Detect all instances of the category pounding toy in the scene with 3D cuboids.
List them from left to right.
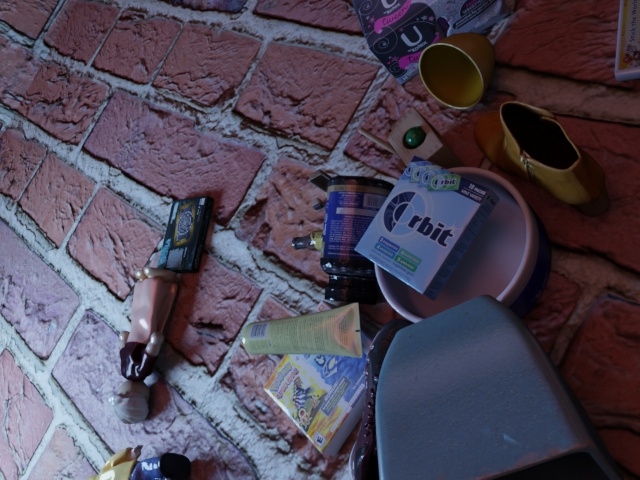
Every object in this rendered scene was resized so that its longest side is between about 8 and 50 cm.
[{"bbox_3d":[0.165,-0.159,1.101,0.100,0.141,0.130,-40,51,17],"label":"pounding toy"}]

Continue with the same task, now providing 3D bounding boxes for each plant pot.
[{"bbox_3d":[0.261,-0.321,1.122,0.134,0.134,0.095,22,59,41],"label":"plant pot"},{"bbox_3d":[0.215,0.226,0.827,0.247,0.248,0.252,-27,46,18],"label":"plant pot"}]

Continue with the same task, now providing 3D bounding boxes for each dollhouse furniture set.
[{"bbox_3d":[0.007,-0.075,1.205,0.091,0.114,0.081,-27,61,23],"label":"dollhouse furniture set"}]

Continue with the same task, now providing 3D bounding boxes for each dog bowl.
[{"bbox_3d":[0.225,0.022,1.000,0.265,0.104,0.264,-16,61,32],"label":"dog bowl"}]

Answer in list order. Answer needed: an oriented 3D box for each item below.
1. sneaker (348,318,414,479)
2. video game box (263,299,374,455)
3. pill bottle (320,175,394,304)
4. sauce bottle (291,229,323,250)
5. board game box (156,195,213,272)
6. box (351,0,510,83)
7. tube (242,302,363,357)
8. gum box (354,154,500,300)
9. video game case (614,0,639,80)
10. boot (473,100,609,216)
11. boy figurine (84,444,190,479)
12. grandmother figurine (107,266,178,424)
[{"bbox_3d":[0.112,0.257,0.933,0.107,0.162,0.281,10,82,4],"label":"sneaker"},{"bbox_3d":[0.014,0.238,1.105,0.187,0.048,0.205,36,94,44],"label":"video game box"},{"bbox_3d":[0.064,0.001,1.109,0.123,0.123,0.219,3,85,38],"label":"pill bottle"},{"bbox_3d":[0.000,0.000,1.222,0.128,0.042,0.042,-8,66,33],"label":"sauce bottle"},{"bbox_3d":[-0.324,-0.013,1.485,0.126,0.026,0.186,-3,69,37],"label":"board game box"},{"bbox_3d":[0.206,-0.455,1.200,0.247,0.142,0.163,-30,55,24],"label":"box"},{"bbox_3d":[-0.030,0.169,1.105,0.240,0.070,0.062,-11,30,34],"label":"tube"},{"bbox_3d":[0.162,-0.024,0.971,0.157,0.041,0.184,35,92,42],"label":"gum box"},{"bbox_3d":[0.574,-0.364,0.958,0.207,0.026,0.226,0,71,37],"label":"video game case"},{"bbox_3d":[0.310,-0.160,0.945,0.104,0.211,0.295,-48,50,10],"label":"boot"},{"bbox_3d":[-0.396,0.515,1.266,0.285,0.092,0.177,-24,58,28],"label":"boy figurine"},{"bbox_3d":[-0.398,0.235,1.393,0.208,0.104,0.342,-22,57,61],"label":"grandmother figurine"}]
